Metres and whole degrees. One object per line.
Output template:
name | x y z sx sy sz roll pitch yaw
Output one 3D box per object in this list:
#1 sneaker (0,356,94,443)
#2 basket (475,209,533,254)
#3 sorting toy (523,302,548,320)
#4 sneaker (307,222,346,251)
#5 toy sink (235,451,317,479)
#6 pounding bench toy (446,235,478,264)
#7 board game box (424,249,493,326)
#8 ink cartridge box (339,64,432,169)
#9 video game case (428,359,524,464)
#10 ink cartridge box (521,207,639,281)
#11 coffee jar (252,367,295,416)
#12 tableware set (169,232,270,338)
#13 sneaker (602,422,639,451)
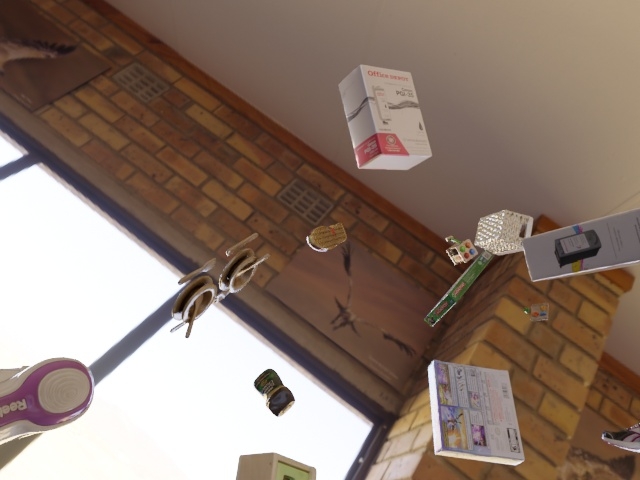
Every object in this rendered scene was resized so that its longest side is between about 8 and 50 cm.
sneaker | -0.433 0.213 0.579 0.152 0.305 0.114 -20 -106 27
basket | 0.597 -0.025 1.627 0.103 0.113 0.167 18 -13 -10
sorting toy | 0.734 0.245 1.690 0.083 0.062 0.012 -16 -46 40
sneaker | 0.000 0.000 1.319 0.084 0.185 0.069 -22 -94 28
toy sink | -0.095 0.642 1.248 0.131 0.152 0.234 -19 -43 30
pounding bench toy | 0.409 0.020 1.453 0.083 0.052 0.065 58 -19 0
board game box | 0.554 0.189 1.979 0.046 0.317 0.213 42 -37 13
ink cartridge box | 0.191 -0.361 1.473 0.117 0.207 0.282 -27 -108 54
video game case | 0.451 0.504 1.464 0.245 0.269 0.061 11 -40 -7
ink cartridge box | 0.738 0.017 1.314 0.306 0.226 0.131 -22 -106 46
coffee jar | -0.155 0.508 1.656 0.079 0.096 0.184 54 -13 -25
tableware set | -0.165 0.080 0.829 0.039 0.194 0.128 33 -51 17
sneaker | 0.769 0.463 1.175 0.072 0.077 0.178 27 -24 -32
